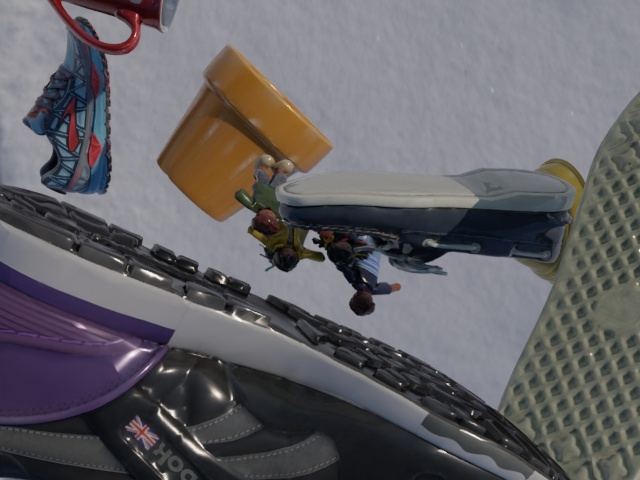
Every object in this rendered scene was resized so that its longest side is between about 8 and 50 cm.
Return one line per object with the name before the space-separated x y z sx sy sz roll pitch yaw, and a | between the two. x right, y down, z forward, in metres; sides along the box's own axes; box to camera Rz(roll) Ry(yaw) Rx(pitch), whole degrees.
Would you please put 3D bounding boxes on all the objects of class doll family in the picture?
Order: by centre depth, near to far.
doll family | 0.000 0.000 1.131 0.193 0.111 0.076 17 132 -14

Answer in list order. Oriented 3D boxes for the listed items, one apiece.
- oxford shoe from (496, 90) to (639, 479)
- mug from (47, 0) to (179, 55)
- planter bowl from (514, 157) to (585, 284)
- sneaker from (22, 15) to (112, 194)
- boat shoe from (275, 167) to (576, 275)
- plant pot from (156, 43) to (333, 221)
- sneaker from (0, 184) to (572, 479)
oxford shoe | 0.262 0.023 0.849 0.449 0.169 0.130 -60 142 -12
mug | -0.257 -0.307 1.372 0.169 0.150 0.113 15 135 1
planter bowl | 0.357 -0.026 1.943 0.090 0.217 0.217 -4 122 -21
sneaker | -0.366 -0.190 1.693 0.125 0.104 0.261 -3 104 -16
boat shoe | 0.086 -0.015 0.959 0.255 0.095 0.079 -2 112 -22
plant pot | -0.118 -0.134 1.634 0.188 0.205 0.205 -46 111 5
sneaker | -0.033 0.088 0.493 0.283 0.107 0.124 25 94 -11
